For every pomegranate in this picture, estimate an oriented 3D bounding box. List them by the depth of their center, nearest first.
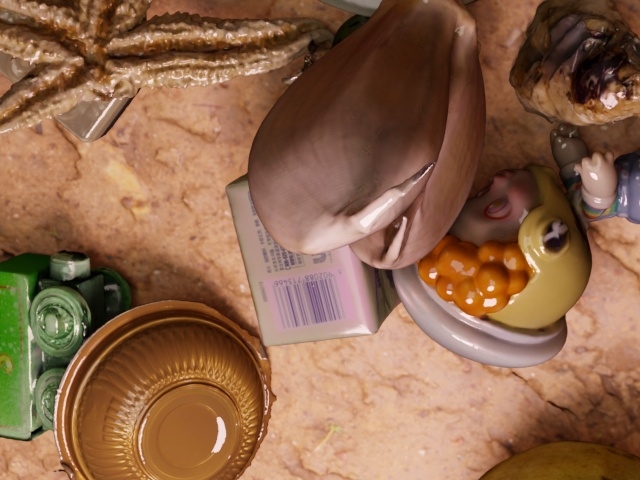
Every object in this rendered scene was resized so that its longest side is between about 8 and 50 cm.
[{"bbox_3d":[0.039,-0.191,1.926,0.161,0.122,0.122,1,103,6],"label":"pomegranate"}]

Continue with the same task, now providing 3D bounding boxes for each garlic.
[{"bbox_3d":[0.071,-0.064,1.715,0.246,0.340,0.231,-28,121,26],"label":"garlic"}]

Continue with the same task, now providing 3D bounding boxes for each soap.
[{"bbox_3d":[0.000,0.000,1.949,0.138,0.182,0.199,-10,100,18],"label":"soap"}]

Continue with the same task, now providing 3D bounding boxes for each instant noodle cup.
[{"bbox_3d":[-0.166,0.210,2.016,0.274,0.091,0.274,-7,107,-22],"label":"instant noodle cup"}]

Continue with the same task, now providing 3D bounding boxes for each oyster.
[{"bbox_3d":[0.283,-0.184,1.837,0.232,0.107,0.161,34,111,45],"label":"oyster"}]

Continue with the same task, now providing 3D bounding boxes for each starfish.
[{"bbox_3d":[-0.231,-0.279,1.964,0.432,0.082,0.324,-20,81,-6],"label":"starfish"}]

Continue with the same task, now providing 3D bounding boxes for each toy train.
[{"bbox_3d":[-0.327,0.127,2.094,0.188,0.132,0.243,7,105,21],"label":"toy train"}]

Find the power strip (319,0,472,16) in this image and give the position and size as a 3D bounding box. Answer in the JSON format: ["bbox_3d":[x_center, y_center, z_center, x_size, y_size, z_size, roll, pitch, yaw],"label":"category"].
[{"bbox_3d":[0.082,-0.405,1.846,0.357,0.161,0.357,4,104,15],"label":"power strip"}]

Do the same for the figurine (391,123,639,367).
[{"bbox_3d":[0.268,-0.005,1.861,0.382,0.224,0.205,-29,112,16],"label":"figurine"}]

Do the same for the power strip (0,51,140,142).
[{"bbox_3d":[-0.329,-0.231,2.039,0.256,0.070,0.105,40,108,4],"label":"power strip"}]

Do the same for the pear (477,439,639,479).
[{"bbox_3d":[0.284,0.368,1.903,0.304,0.304,0.304,3,103,14],"label":"pear"}]
